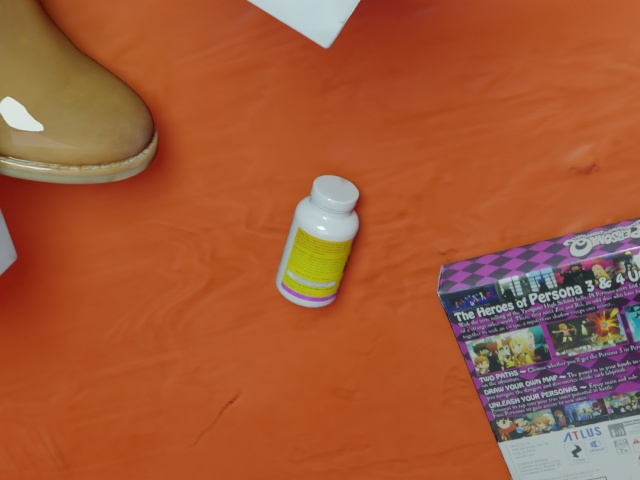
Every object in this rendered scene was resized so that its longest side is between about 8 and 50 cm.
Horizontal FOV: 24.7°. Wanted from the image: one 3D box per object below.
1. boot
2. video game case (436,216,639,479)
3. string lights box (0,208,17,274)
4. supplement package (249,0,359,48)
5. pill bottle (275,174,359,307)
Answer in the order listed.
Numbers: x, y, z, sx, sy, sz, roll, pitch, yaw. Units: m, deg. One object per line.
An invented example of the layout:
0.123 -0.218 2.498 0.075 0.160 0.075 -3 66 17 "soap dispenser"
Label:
-0.196 -0.173 0.839 0.283 0.109 0.220 32 129 4 "boot"
0.219 0.083 0.971 0.232 0.042 0.210 -15 119 18 "video game case"
-0.313 -0.057 0.870 0.259 0.077 0.133 23 145 26 "string lights box"
-0.002 -0.224 0.690 0.134 0.244 0.139 31 121 -11 "supplement package"
0.000 0.000 0.953 0.043 0.043 0.083 16 124 -1 "pill bottle"
